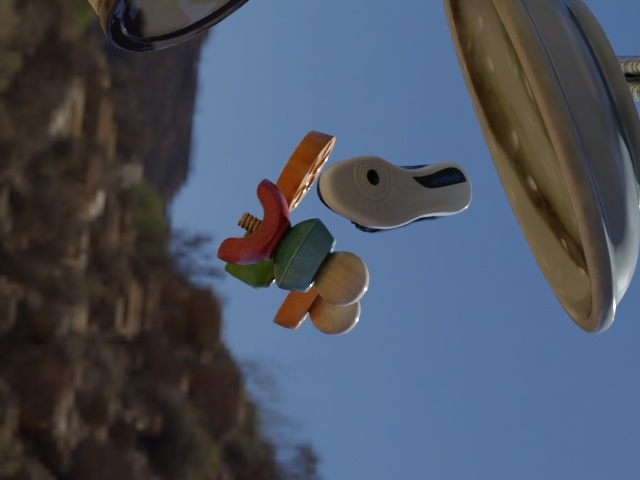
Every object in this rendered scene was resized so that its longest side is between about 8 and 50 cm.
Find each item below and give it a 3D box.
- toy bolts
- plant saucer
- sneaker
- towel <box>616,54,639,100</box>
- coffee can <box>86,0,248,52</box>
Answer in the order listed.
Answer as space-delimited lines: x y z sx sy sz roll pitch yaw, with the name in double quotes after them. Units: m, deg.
0.000 0.000 2.126 0.218 0.158 0.228 -58 175 1 "toy bolts"
0.222 -0.115 1.768 0.400 0.100 0.400 159 -90 -88 "plant saucer"
0.053 -0.039 2.072 0.121 0.217 0.079 -19 -104 45 "sneaker"
0.452 -0.172 2.015 0.324 0.312 0.056 8 -79 64 "towel"
-0.178 -0.343 1.755 0.275 0.201 0.201 57 -29 16 "coffee can"
